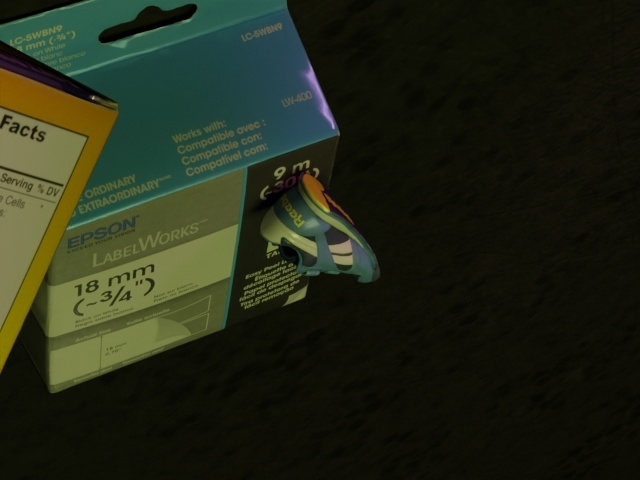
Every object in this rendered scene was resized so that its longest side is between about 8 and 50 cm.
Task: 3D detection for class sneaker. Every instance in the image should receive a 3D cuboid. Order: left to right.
[{"bbox_3d":[0.000,0.000,1.358,0.059,0.053,0.144,-39,144,5],"label":"sneaker"}]

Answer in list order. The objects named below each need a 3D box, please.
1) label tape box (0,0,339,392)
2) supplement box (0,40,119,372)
[{"bbox_3d":[-0.118,-0.046,1.328,0.240,0.106,0.334,-20,150,-22],"label":"label tape box"},{"bbox_3d":[-0.309,0.026,1.026,0.194,0.195,0.356,19,98,-55],"label":"supplement box"}]
